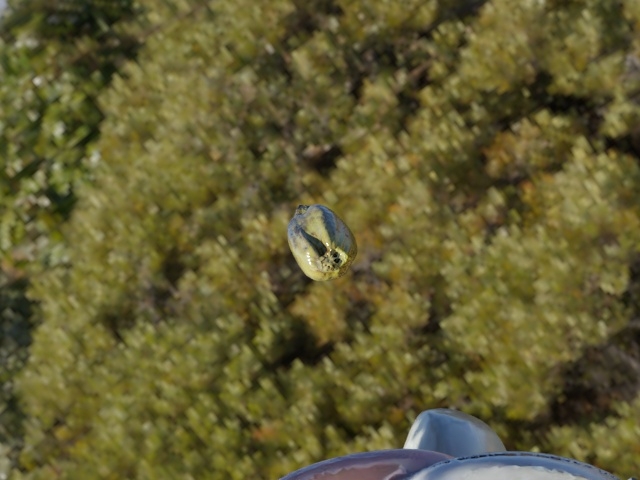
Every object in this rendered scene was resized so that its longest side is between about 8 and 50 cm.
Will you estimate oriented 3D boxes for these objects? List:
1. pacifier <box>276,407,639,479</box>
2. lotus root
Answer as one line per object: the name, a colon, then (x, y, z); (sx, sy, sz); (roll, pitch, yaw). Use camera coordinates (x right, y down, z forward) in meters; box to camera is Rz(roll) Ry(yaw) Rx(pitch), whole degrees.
pacifier: (0.086, 0.224, 0.870); (0.220, 0.332, 0.273); (-68, 15, -5)
lotus root: (0.000, 0.000, 1.182); (0.054, 0.049, 0.099); (-33, 33, 3)
